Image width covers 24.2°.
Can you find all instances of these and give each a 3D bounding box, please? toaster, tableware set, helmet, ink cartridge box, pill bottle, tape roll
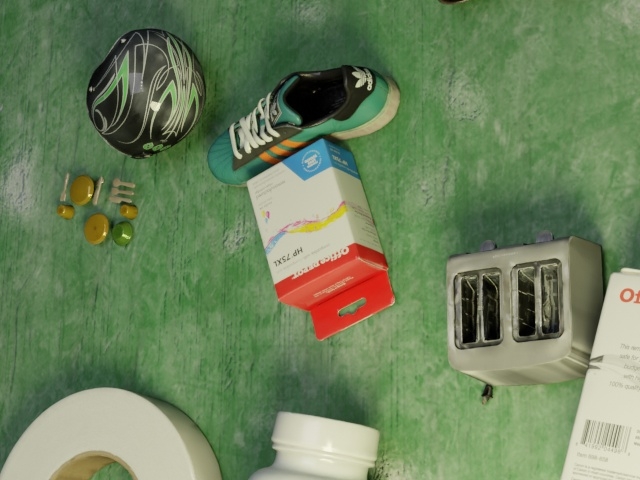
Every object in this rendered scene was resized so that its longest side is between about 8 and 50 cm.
[{"bbox_3d":[0.242,0.089,1.758,0.168,0.110,0.185,-9,71,33],"label":"toaster"},{"bbox_3d":[-0.336,-0.045,2.246,0.154,0.024,0.104,9,84,34],"label":"tableware set"},{"bbox_3d":[-0.244,-0.217,2.148,0.161,0.169,0.169,-44,55,35],"label":"helmet"},{"bbox_3d":[0.000,0.000,1.968,0.134,0.078,0.231,-29,62,24],"label":"ink cartridge box"},{"bbox_3d":[-0.017,0.375,1.807,0.176,0.176,0.318,4,78,35],"label":"pill bottle"},{"bbox_3d":[-0.301,0.400,2.058,0.392,0.072,0.392,-10,71,31],"label":"tape roll"},{"bbox_3d":[0.391,0.181,1.604,0.197,0.114,0.272,6,76,43],"label":"ink cartridge box"}]

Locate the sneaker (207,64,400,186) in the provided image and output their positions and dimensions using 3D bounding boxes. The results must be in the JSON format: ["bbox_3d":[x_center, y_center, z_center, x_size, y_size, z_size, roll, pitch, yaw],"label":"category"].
[{"bbox_3d":[-0.048,-0.167,2.024,0.302,0.121,0.108,-24,64,27],"label":"sneaker"}]

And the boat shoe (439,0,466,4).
[{"bbox_3d":[0.287,-0.378,1.872,0.355,0.132,0.130,-11,80,40],"label":"boat shoe"}]
